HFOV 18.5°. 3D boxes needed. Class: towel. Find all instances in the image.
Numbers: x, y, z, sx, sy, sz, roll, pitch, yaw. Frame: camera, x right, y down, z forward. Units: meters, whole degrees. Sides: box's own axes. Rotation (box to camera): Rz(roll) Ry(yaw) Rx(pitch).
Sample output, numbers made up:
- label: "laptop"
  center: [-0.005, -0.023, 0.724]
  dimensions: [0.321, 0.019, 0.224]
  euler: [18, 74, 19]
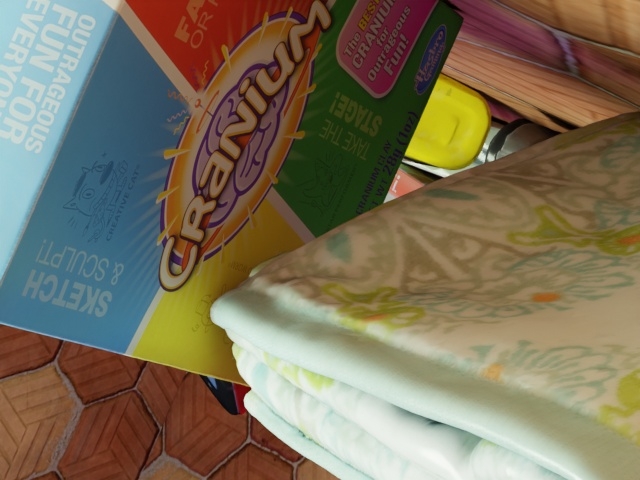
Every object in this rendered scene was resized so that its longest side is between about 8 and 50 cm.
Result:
- label: "towel"
  center: [0.160, 0.036, 0.897]
  dimensions: [0.320, 0.090, 0.374]
  euler: [-21, -157, -24]

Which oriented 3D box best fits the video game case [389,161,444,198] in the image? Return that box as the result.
- label: "video game case"
  center: [0.185, 0.022, 1.454]
  dimensions: [0.204, 0.025, 0.285]
  euler: [18, -168, -36]

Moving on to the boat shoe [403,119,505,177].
- label: "boat shoe"
  center: [0.155, -0.064, 1.673]
  dimensions: [0.227, 0.079, 0.081]
  euler: [28, -168, 15]

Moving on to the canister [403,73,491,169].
- label: "canister"
  center: [0.050, -0.105, 1.553]
  dimensions: [0.126, 0.073, 0.170]
  euler: [23, 179, -18]

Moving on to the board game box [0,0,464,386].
- label: "board game box"
  center: [-0.056, -0.057, 0.989]
  dimensions: [0.064, 0.242, 0.316]
  euler: [24, -179, 27]

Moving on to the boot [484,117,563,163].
- label: "boot"
  center: [0.198, -0.022, 1.364]
  dimensions: [0.223, 0.118, 0.338]
  euler: [30, 179, 31]

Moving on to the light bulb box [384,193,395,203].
- label: "light bulb box"
  center: [0.000, 0.000, 2.103]
  dimensions: [0.358, 0.225, 0.361]
  euler: [43, 173, -20]

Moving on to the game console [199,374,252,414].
- label: "game console"
  center: [-0.172, 0.001, 1.909]
  dimensions: [0.342, 0.060, 0.386]
  euler: [49, 169, 12]
